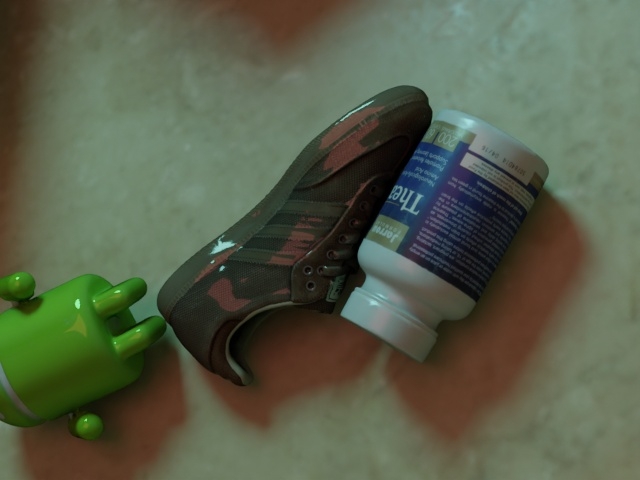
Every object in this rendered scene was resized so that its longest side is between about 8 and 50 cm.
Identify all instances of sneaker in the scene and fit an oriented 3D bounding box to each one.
[{"bbox_3d":[0.000,0.000,0.815,0.188,0.066,0.071,-42,75,13],"label":"sneaker"}]

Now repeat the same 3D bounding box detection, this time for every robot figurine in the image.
[{"bbox_3d":[-0.145,0.062,0.845,0.115,0.067,0.101,-25,96,13],"label":"robot figurine"}]

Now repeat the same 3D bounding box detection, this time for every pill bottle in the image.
[{"bbox_3d":[0.061,-0.001,0.780,0.067,0.067,0.120,28,86,27],"label":"pill bottle"}]
